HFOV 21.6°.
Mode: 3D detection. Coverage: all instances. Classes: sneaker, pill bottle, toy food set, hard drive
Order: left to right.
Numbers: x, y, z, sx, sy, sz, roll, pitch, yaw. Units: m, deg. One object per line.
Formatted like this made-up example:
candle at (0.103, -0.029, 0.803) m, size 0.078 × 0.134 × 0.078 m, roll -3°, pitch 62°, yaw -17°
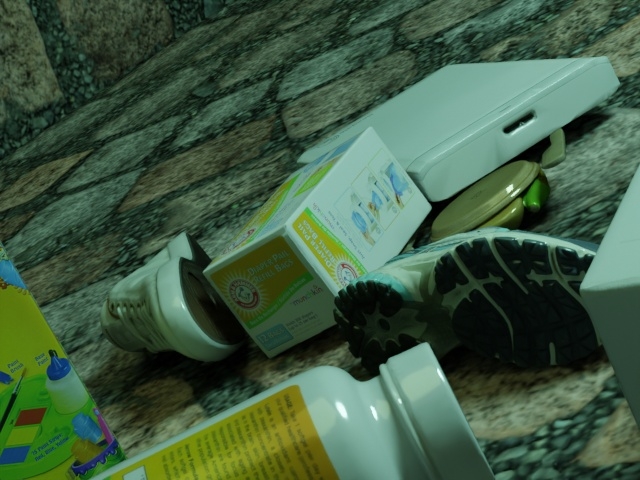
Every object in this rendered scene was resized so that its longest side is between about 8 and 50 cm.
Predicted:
sneaker at (-0.148, 0.079, 1.609) m, size 0.123 × 0.106 × 0.290 m, roll -37°, pitch 9°, yaw 2°
pill bottle at (-0.019, 0.164, 1.077) m, size 0.246 × 0.136 × 0.136 m, roll -27°, pitch 17°, yaw 2°
hard drive at (0.134, -0.122, 1.789) m, size 0.233 × 0.047 × 0.353 m, roll -32°, pitch 14°, yaw -15°
toy food set at (0.155, -0.026, 1.550) m, size 0.192 × 0.038 × 0.132 m, roll -34°, pitch 9°, yaw 18°
sneaker at (0.137, 0.026, 1.298) m, size 0.283 × 0.110 × 0.122 m, roll -8°, pitch 23°, yaw 47°

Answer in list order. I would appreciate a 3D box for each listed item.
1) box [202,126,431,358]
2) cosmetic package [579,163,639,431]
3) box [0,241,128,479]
box at (0.000, 0.000, 1.548) m, size 0.114 × 0.103 × 0.203 m, roll -30°, pitch 13°, yaw 36°
cosmetic package at (0.347, -0.056, 1.028) m, size 0.230 × 0.161 × 0.453 m, roll -10°, pitch 30°, yaw 34°
box at (-0.326, 0.171, 1.282) m, size 0.290 × 0.279 × 0.177 m, roll -33°, pitch 18°, yaw -19°
